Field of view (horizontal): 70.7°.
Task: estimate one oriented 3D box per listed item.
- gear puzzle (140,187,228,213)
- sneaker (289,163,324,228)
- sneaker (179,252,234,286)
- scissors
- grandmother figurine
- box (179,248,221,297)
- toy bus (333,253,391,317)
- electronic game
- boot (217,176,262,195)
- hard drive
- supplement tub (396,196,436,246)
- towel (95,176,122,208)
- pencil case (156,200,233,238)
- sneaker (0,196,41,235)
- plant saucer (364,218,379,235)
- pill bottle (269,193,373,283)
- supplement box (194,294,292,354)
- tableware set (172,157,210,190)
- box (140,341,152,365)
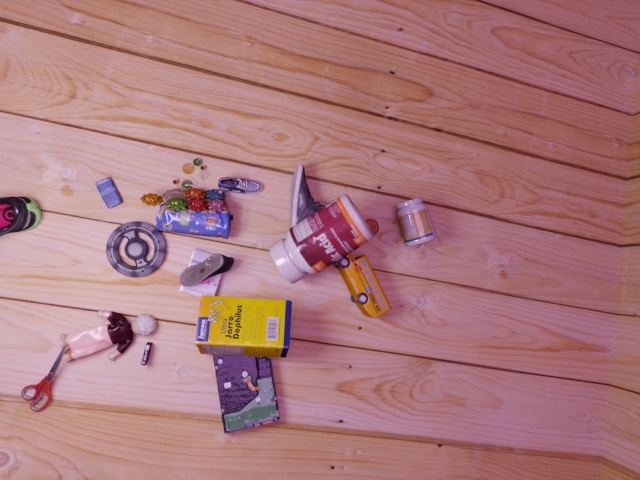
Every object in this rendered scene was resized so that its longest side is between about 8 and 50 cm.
[{"bbox_3d":[-0.548,-0.175,1.828,0.339,0.175,0.044,0,128,-20],"label":"gear puzzle"},{"bbox_3d":[-0.053,-0.186,1.989,0.147,0.104,0.295,3,91,-14],"label":"sneaker"},{"bbox_3d":[-0.460,0.130,1.848,0.222,0.118,0.083,-27,75,14],"label":"sneaker"},{"bbox_3d":[-1.019,0.526,1.713,0.109,0.021,0.297,45,97,-1],"label":"scissors"},{"bbox_3d":[-0.826,0.365,1.779,0.342,0.104,0.207,-14,116,-16],"label":"grandmother figurine"},{"bbox_3d":[-0.493,0.143,1.895,0.145,0.038,0.186,19,83,-10],"label":"box"},{"bbox_3d":[0.177,0.180,2.004,0.130,0.108,0.332,-27,92,-13],"label":"toy bus"},{"bbox_3d":[-0.751,0.035,1.840,0.229,0.048,0.229,1,86,-11],"label":"electronic game"},{"bbox_3d":[-0.343,-0.234,1.932,0.190,0.086,0.069,0,86,-12],"label":"boot"},{"bbox_3d":[-0.310,0.604,1.887,0.237,0.064,0.338,-9,87,-13],"label":"hard drive"},{"bbox_3d":[0.434,-0.085,2.063,0.144,0.144,0.199,-17,89,-13],"label":"supplement tub"},{"bbox_3d":[-0.863,-0.193,1.843,0.067,0.029,0.119,-27,91,-13],"label":"towel"},{"bbox_3d":[-0.516,-0.086,1.864,0.306,0.119,0.133,7,98,-12],"label":"pencil case"},{"bbox_3d":[-1.301,-0.057,1.646,0.483,0.202,0.185,-26,91,-13],"label":"sneaker"},{"bbox_3d":[0.230,-0.060,2.083,0.084,0.013,0.083,1,85,-12],"label":"plant saucer"},{"bbox_3d":[0.000,0.000,1.872,0.392,0.224,0.224,-33,93,9],"label":"pill bottle"},{"bbox_3d":[-0.302,0.347,1.803,0.357,0.194,0.195,4,64,-7],"label":"supplement box"},{"bbox_3d":[-0.556,-0.277,1.920,0.154,0.024,0.104,-37,94,-12],"label":"tableware set"},{"bbox_3d":[-0.697,0.453,1.811,0.018,0.067,0.083,13,84,-12],"label":"box"}]
